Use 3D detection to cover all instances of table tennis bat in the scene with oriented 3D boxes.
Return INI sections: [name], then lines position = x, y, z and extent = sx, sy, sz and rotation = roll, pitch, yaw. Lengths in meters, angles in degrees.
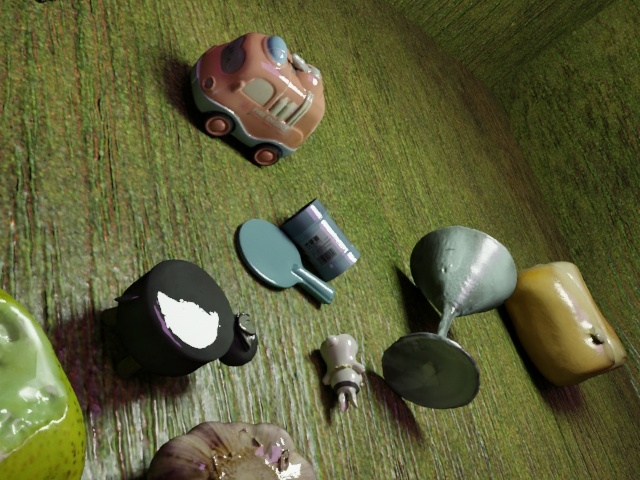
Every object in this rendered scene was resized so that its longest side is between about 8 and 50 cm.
[table tennis bat]
position = -0.067, 0.049, 1.336
extent = 0.244, 0.040, 0.152
rotation = 38, 35, -20

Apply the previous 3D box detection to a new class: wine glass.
[wine glass]
position = 0.288, 0.169, 1.512
extent = 0.267, 0.267, 0.406
rotation = 49, 34, -10

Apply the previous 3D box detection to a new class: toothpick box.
[toothpick box]
position = 0.000, 0.000, 1.413
extent = 0.153, 0.101, 0.101
rotation = 52, 30, -7

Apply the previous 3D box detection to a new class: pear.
[pear]
position = -0.359, 0.191, 0.675
extent = 0.292, 0.159, 0.292
rotation = 37, 35, -33

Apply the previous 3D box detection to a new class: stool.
[stool]
position = -0.202, 0.136, 0.960
extent = 0.228, 0.139, 0.153
rotation = 44, 33, -20

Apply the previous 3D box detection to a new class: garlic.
[garlic]
position = -0.113, 0.350, 0.868
extent = 0.245, 0.160, 0.244
rotation = 17, 43, -16

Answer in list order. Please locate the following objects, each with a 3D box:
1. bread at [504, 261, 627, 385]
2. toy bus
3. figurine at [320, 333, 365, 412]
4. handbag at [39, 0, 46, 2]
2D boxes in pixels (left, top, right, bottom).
[bread]
position = 0.724, 0.248, 2.030
extent = 0.348, 0.253, 0.375
rotation = 5, 58, -59
[toy bus]
position = -0.120, -0.316, 1.435
extent = 0.288, 0.232, 0.194
rotation = 33, 40, -36
[figurine]
position = 0.057, 0.253, 1.263
extent = 0.098, 0.081, 0.146
rotation = 17, 47, -47
[handbag]
position = -0.519, -0.495, 1.224
extent = 0.111, 0.047, 0.072
rotation = 53, 36, -3
